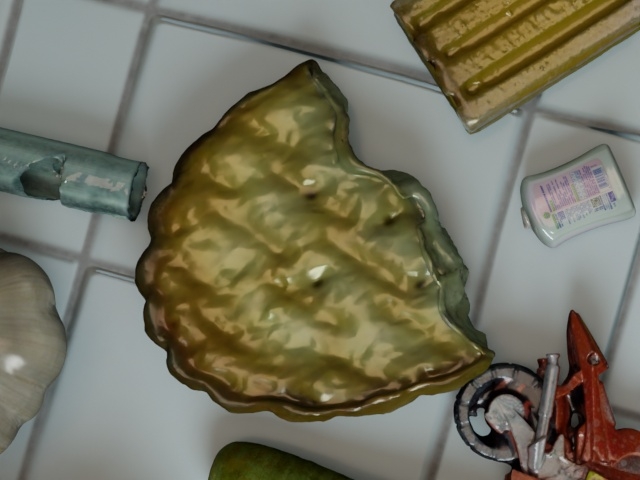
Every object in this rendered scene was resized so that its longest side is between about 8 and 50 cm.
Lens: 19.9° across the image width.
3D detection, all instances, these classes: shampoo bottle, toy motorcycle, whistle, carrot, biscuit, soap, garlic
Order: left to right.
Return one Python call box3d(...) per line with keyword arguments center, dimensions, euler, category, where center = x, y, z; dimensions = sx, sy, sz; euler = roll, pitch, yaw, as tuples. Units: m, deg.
box3d(center=(-0.338, 0.098, 1.658), dimensions=(0.228, 0.152, 0.228), euler=(-4, 74, 16), category="garlic")
box3d(center=(-0.316, -0.080, 1.707), dimensions=(0.312, 0.062, 0.062), euler=(14, 89, 7), category="whistle")
box3d(center=(0.000, 0.000, 1.650), dimensions=(0.329, 0.078, 0.335), euler=(5, 78, 4), category="biscuit")
box3d(center=(0.065, 0.257, 1.620), dimensions=(0.358, 0.074, 0.074), euler=(16, 90, 18), category="carrot")
box3d(center=(0.196, -0.215, 1.651), dimensions=(0.232, 0.073, 0.140), euler=(-32, 86, 4), category="soap")
box3d(center=(0.228, -0.037, 1.656), dimensions=(0.099, 0.043, 0.072), euler=(-23, 85, 6), category="shampoo bottle")
box3d(center=(0.246, 0.223, 1.622), dimensions=(0.171, 0.089, 0.298), euler=(-32, 84, 3), category="toy motorcycle")
